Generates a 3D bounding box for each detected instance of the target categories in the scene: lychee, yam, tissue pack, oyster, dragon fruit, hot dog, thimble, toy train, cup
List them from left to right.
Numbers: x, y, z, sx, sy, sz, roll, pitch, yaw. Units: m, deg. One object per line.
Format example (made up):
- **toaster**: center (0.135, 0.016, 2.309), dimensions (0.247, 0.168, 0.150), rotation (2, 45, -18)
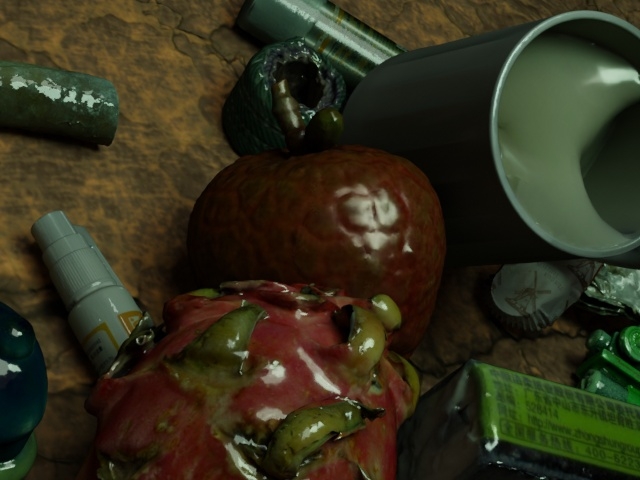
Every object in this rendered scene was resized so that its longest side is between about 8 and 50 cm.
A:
- **yam**: center (-0.277, -0.138, 1.576), dimensions (0.169, 0.068, 0.068), rotation (10, 49, -33)
- **dragon fruit**: center (-0.041, 0.156, 1.316), dimensions (0.269, 0.250, 0.291), rotation (24, 65, 42)
- **thimble**: center (-0.035, -0.145, 1.752), dimensions (0.118, 0.090, 0.135), rotation (38, 40, 1)
- **lychee**: center (0.000, 0.000, 1.535), dimensions (0.255, 0.255, 0.300), rotation (7, 86, -34)
- **cup**: center (0.210, -0.071, 1.666), dimensions (0.323, 0.327, 0.236), rotation (36, 72, -21)
- **hot dog**: center (0.260, 0.016, 1.798), dimensions (0.099, 0.053, 0.192), rotation (36, 80, 15)
- **tissue pack**: center (0.222, 0.252, 1.454), dimensions (0.394, 0.288, 0.124), rotation (18, 49, -26)
- **oyster**: center (0.332, 0.005, 1.884), dimensions (0.268, 0.112, 0.198), rotation (34, 43, 2)
- **toy train**: center (0.386, 0.196, 1.795), dimensions (0.251, 0.085, 0.119), rotation (33, 53, -9)

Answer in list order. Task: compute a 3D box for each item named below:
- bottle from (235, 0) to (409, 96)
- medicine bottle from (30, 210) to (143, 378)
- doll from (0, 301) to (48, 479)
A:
- **bottle**: center (0.041, -0.207, 1.872), dimensions (0.286, 0.082, 0.082), rotation (31, 42, -13)
- **medicine bottle**: center (-0.186, 0.071, 1.475), dimensions (0.220, 0.061, 0.092), rotation (57, 18, 18)
- **doll**: center (-0.341, 0.111, 1.219), dimensions (0.322, 0.186, 0.198), rotation (-13, 63, -47)
